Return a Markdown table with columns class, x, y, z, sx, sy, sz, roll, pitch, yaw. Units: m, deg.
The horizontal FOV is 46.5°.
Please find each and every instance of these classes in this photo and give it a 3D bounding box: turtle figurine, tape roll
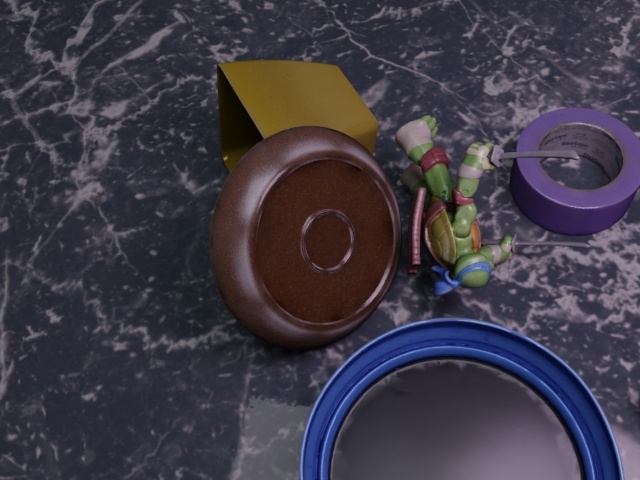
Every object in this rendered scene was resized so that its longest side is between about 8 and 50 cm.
| class | x | y | z | sx | sy | sz | roll | pitch | yaw |
| --- | --- | --- | --- | --- | --- | --- | --- | --- | --- |
| turtle figurine | 0.231 | -0.065 | 1.069 | 0.275 | 0.198 | 0.266 | -45 | 47 | 20 |
| tape roll | 0.392 | -0.107 | 1.145 | 0.189 | 0.080 | 0.189 | -2 | 60 | 4 |

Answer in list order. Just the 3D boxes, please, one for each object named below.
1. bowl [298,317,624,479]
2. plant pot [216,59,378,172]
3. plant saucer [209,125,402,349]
| class | x | y | z | sx | sy | sz | roll | pitch | yaw |
| --- | --- | --- | --- | --- | --- | --- | --- | --- | --- |
| bowl | 0.171 | 0.290 | 0.937 | 0.391 | 0.077 | 0.391 | -3 | 60 | 5 |
| plant pot | -0.031 | -0.154 | 1.153 | 0.187 | 0.212 | 0.212 | -20 | 59 | -18 |
| plant saucer | 0.000 | 0.000 | 1.011 | 0.310 | 0.310 | 0.050 | -47 | 27 | -20 |
